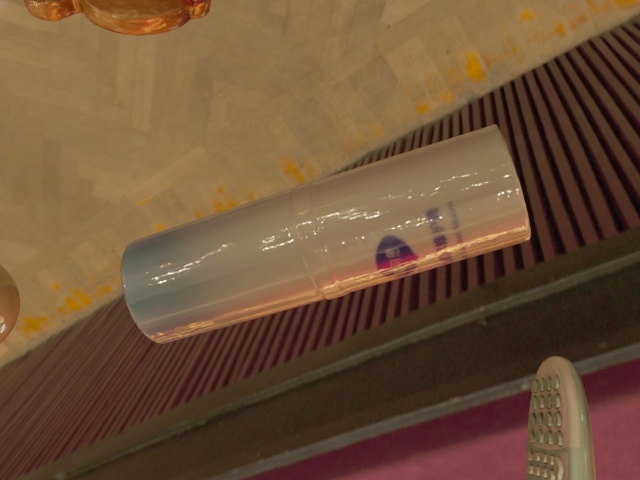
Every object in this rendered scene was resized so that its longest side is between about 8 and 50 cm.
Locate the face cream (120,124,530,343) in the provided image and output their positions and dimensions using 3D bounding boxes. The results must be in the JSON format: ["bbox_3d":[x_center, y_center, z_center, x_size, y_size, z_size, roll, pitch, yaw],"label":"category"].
[{"bbox_3d":[0.000,0.000,0.423,0.250,0.077,0.077,-17,113,12],"label":"face cream"}]

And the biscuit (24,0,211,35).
[{"bbox_3d":[-0.225,-0.273,0.678,0.225,0.166,0.036,23,141,7],"label":"biscuit"}]

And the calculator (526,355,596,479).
[{"bbox_3d":[0.294,0.293,0.811,0.042,0.184,0.295,4,76,2],"label":"calculator"}]

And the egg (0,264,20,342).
[{"bbox_3d":[-0.496,0.092,0.859,0.151,0.209,0.151,4,100,23],"label":"egg"}]
